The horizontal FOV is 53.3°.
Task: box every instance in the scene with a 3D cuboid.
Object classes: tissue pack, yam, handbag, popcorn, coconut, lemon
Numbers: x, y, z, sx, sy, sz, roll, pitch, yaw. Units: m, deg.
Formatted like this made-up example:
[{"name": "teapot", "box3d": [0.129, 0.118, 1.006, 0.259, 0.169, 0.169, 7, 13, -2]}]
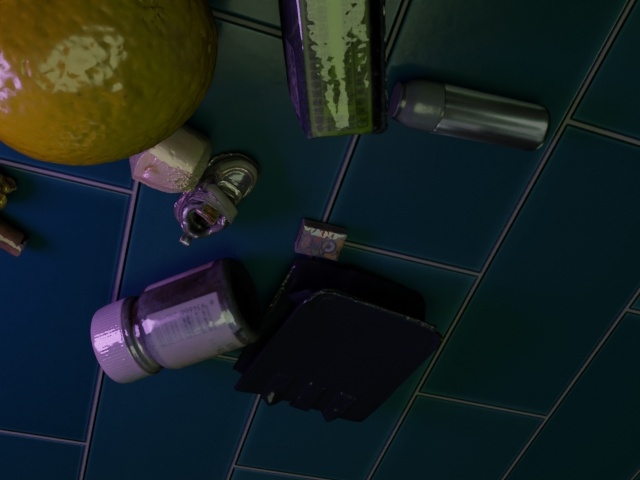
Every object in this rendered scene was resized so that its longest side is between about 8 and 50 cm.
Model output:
[{"name": "tissue pack", "box3d": [0.002, -0.358, 0.773, 0.124, 0.288, 0.394, -7, 123, -3]}, {"name": "yam", "box3d": [-0.611, -0.063, 1.061, 0.046, 0.046, 0.264, -40, 117, 20]}, {"name": "handbag", "box3d": [0.024, 0.207, 1.237, 0.303, 0.122, 0.329, 21, 121, -24]}, {"name": "tissue pack", "box3d": [0.000, 0.000, 1.154, 0.083, 0.035, 0.063, 11, 122, -12]}, {"name": "popcorn", "box3d": [-0.538, -0.090, 1.049, 0.084, 0.084, 0.084, -2, 123, -3]}, {"name": "coconut", "box3d": [-0.243, -0.137, 1.003, 0.122, 0.116, 0.116, 25, 118, -20]}, {"name": "lemon", "box3d": [-0.298, -0.250, 0.809, 0.336, 0.336, 0.336, -2, 123, -3]}]

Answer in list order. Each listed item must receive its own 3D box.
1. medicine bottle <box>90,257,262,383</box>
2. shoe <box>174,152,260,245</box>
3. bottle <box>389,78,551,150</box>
[{"name": "medicine bottle", "box3d": [-0.257, 0.147, 1.155, 0.273, 0.165, 0.165, -20, 122, 10]}, {"name": "shoe", "box3d": [-0.178, -0.067, 1.063, 0.180, 0.092, 0.089, -40, 117, 20]}, {"name": "bottle", "box3d": [0.236, -0.198, 1.022, 0.253, 0.079, 0.096, 9, 160, -11]}]
